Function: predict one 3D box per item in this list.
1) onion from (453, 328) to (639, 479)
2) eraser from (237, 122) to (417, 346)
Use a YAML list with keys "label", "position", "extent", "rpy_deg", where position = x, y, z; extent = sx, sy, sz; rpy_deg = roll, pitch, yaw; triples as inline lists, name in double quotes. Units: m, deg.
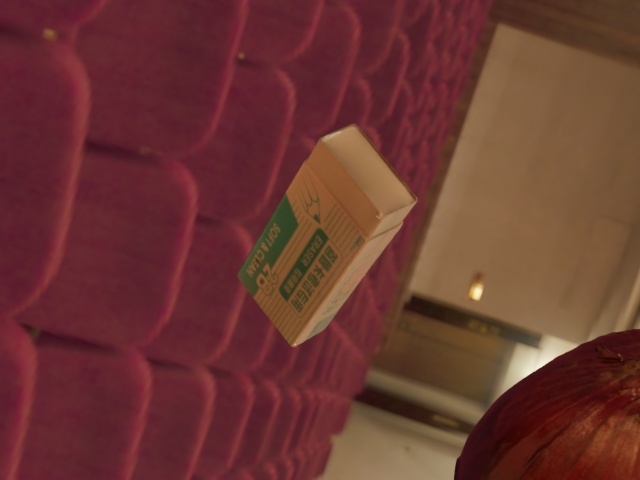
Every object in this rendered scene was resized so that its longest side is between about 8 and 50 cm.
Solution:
- label: "onion"
  position: [0.269, 0.238, 1.205]
  extent: [0.341, 0.341, 0.341]
  rpy_deg: [19, 90, -87]
- label: "eraser"
  position: [0.000, 0.000, 1.260]
  extent: [0.052, 0.095, 0.225]
  rpy_deg: [-26, 160, -38]
